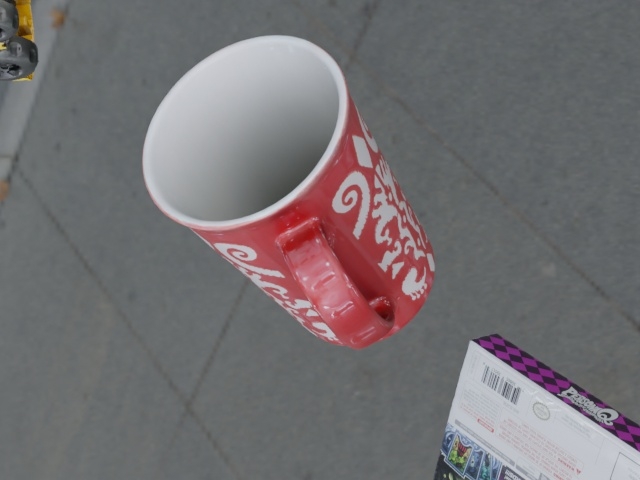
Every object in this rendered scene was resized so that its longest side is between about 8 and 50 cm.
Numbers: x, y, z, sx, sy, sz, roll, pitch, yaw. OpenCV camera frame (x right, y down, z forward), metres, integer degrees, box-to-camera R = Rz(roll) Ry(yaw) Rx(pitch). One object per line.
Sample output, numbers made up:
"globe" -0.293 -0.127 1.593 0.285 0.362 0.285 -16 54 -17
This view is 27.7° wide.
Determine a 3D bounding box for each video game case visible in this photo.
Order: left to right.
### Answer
"video game case" 0.191 0.220 1.064 0.232 0.042 0.210 33 122 40

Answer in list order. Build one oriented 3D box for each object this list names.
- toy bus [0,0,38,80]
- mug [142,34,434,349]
"toy bus" -0.435 -0.271 1.464 0.220 0.211 0.149 93 172 -74
"mug" -0.009 -0.001 0.702 0.113 0.169 0.150 -7 60 22
